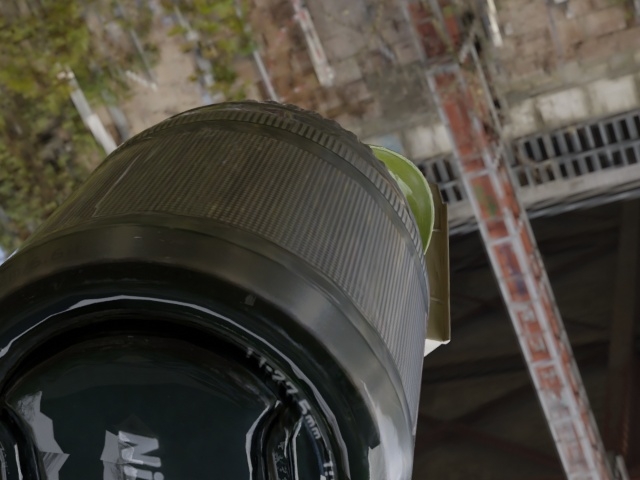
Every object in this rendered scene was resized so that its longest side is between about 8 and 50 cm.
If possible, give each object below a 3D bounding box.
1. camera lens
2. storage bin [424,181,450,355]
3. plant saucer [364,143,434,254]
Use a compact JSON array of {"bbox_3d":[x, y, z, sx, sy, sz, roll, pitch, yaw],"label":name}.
[{"bbox_3d":[-0.055,0.056,0.594,0.219,0.219,0.274,-16,-161,15],"label":"camera lens"},{"bbox_3d":[0.077,0.071,1.677,0.262,0.123,0.260,131,-33,-55],"label":"storage bin"},{"bbox_3d":[0.000,0.000,1.131,0.241,0.241,0.037,-27,-137,-8],"label":"plant saucer"}]
